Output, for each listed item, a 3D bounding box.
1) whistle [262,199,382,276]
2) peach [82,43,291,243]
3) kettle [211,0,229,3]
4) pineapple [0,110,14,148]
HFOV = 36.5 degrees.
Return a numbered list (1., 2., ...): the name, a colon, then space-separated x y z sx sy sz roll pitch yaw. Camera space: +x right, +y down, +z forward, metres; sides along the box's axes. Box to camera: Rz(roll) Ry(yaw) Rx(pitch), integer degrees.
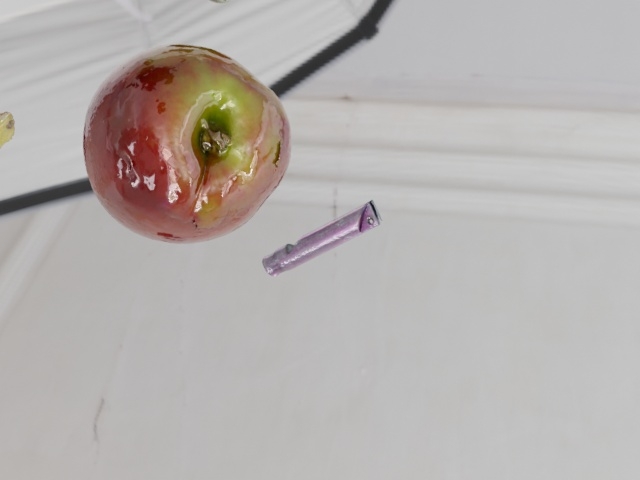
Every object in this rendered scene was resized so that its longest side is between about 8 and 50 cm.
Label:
1. whistle: 0.000 0.000 1.223 0.176 0.033 0.033 -27 -147 26
2. peach: -0.129 -0.085 0.892 0.197 0.197 0.197 -2 -139 2
3. kettle: -0.145 -0.448 1.310 0.210 0.160 0.243 -47 -123 9
4. pineapple: -0.489 -0.139 1.351 0.137 0.069 0.116 -25 -130 -18
